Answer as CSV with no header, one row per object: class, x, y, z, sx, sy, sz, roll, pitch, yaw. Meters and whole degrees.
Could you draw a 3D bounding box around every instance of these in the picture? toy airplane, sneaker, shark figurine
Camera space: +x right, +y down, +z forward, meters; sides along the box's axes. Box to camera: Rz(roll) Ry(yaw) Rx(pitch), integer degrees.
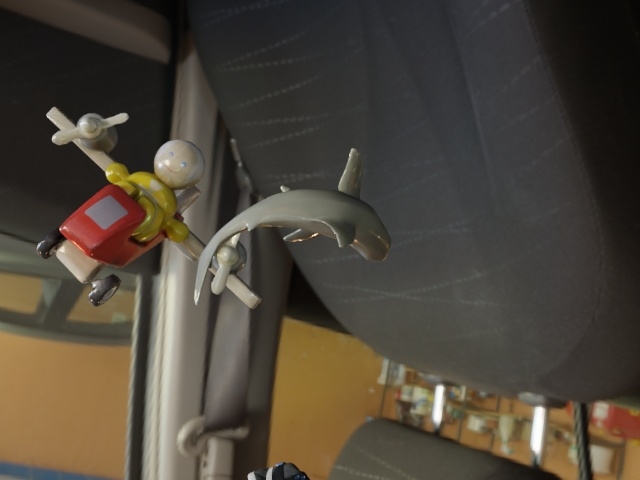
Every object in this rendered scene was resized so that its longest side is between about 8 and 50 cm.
toy airplane,-0.288,-0.063,1.387,0.386,0.272,0.384,26,-157,-39
sneaker,-0.066,0.518,1.543,0.121,0.079,0.217,-23,-144,-3
shark figurine,-0.020,-0.011,0.954,0.278,0.166,0.116,-7,-143,-22
